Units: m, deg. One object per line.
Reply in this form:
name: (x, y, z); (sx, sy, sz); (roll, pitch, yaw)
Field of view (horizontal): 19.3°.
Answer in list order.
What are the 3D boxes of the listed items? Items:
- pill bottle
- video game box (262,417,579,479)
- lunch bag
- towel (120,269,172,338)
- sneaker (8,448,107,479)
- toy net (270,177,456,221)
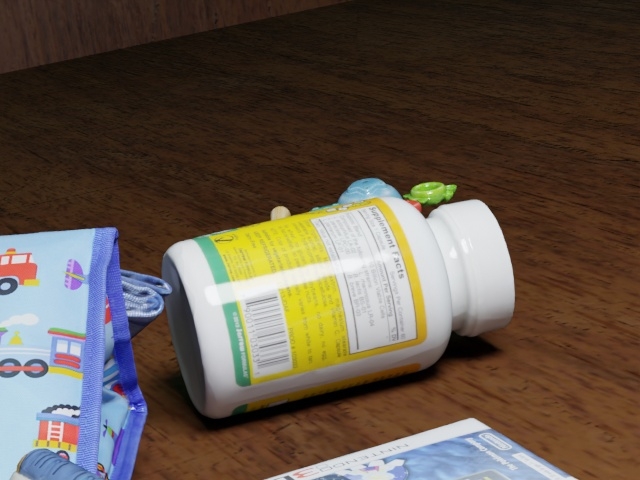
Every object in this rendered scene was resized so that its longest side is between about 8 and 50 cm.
pill bottle: (0.012, 0.036, 1.203); (0.208, 0.117, 0.117); (-13, 15, -14)
video game box: (0.039, 0.153, 0.889); (0.187, 0.048, 0.205); (-17, 17, -20)
lunch bag: (-0.215, 0.130, 0.956); (0.221, 0.138, 0.293); (-5, 33, 3)
towel: (-0.257, 0.036, 1.156); (0.285, 0.034, 0.209); (15, -25, -22)
sneaker: (-0.057, 0.179, 0.728); (0.296, 0.112, 0.131); (10, 68, 59)
toy net: (0.000, 0.000, 1.501); (0.232, 0.045, 0.122); (-23, 22, -38)
